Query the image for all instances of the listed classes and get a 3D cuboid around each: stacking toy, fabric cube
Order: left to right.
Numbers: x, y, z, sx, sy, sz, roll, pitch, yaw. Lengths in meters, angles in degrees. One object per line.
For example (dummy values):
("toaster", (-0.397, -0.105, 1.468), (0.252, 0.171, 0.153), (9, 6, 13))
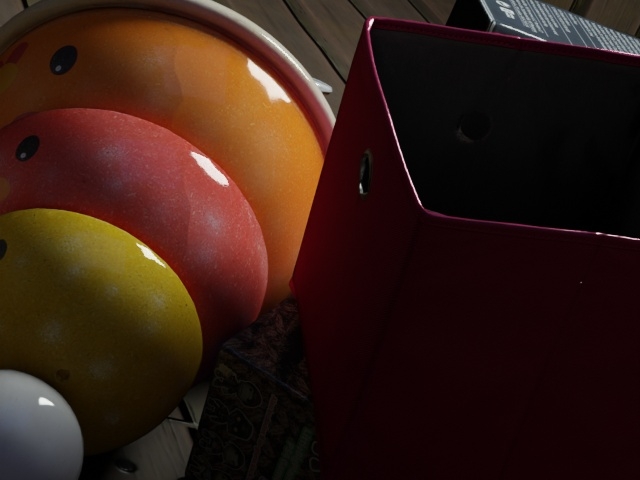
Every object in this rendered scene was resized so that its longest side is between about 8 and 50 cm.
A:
("stacking toy", (-0.182, 0.046, 1.404), (0.350, 0.350, 0.480), (22, 36, -3))
("fabric cube", (0.135, 0.021, 1.331), (0.259, 0.258, 0.254), (7, 37, -14))

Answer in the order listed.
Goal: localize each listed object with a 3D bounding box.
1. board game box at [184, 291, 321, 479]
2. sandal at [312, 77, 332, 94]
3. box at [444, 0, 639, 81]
("board game box", (0.081, 0.162, 1.463), (0.291, 0.141, 0.232), (31, 37, 19))
("sandal", (-0.117, -0.177, 2.277), (0.265, 0.076, 0.102), (4, 5, 4))
("box", (0.313, -0.106, 2.232), (0.395, 0.293, 0.212), (18, 21, -12))
